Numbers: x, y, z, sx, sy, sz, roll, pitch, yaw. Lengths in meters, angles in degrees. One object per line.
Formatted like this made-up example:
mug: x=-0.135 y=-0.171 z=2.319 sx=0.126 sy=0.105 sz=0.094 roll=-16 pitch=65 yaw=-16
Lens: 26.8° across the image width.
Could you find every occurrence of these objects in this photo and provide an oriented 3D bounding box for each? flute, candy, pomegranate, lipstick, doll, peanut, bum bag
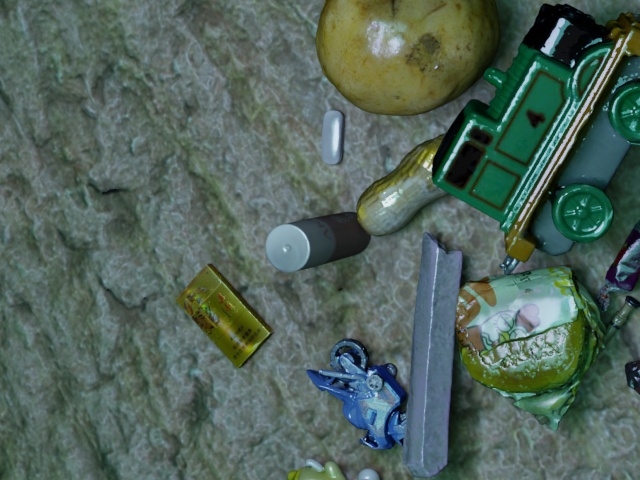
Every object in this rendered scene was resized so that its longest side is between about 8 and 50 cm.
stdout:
flute: x=0.385 y=0.177 z=1.947 sx=0.027 sy=0.027 sz=0.233 roll=39 pitch=107 yaw=14
candy: x=0.442 y=0.027 z=1.901 sx=0.043 sy=0.045 sz=0.175 roll=27 pitch=107 yaw=-3
pomegranate: x=0.124 y=-0.291 z=1.882 sx=0.260 sy=0.260 sz=0.261 roll=2 pitch=96 yaw=21
lipstick: x=0.000 y=0.000 z=1.956 sx=0.070 sy=0.254 sz=0.070 roll=2 pitch=96 yaw=21
doll: x=0.026 y=0.395 z=2.089 sx=0.162 sy=0.062 sz=0.106 roll=3 pitch=100 yaw=21
peanut: x=0.139 y=-0.081 z=1.986 sx=0.206 sy=0.087 sz=0.087 roll=-39 pitch=81 yaw=21
bum bag: x=0.493 y=0.180 z=1.900 sx=0.124 sy=0.034 sz=0.058 roll=-27 pitch=71 yaw=21

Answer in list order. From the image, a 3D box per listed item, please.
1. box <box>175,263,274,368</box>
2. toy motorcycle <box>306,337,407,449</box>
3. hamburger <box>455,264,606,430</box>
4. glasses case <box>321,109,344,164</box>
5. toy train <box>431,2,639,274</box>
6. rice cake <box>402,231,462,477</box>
box: x=-0.155 y=0.121 z=2.154 sx=0.156 sy=0.022 sz=0.089 roll=48 pitch=109 yaw=11
toy motorcycle: x=0.075 y=0.247 z=2.051 sx=0.205 sy=0.076 sz=0.114 roll=48 pitch=112 yaw=8
hamburger: x=0.301 y=0.154 z=1.921 sx=0.214 sy=0.125 sz=0.235 roll=-5 pitch=79 yaw=31
glasses case: x=0.019 y=-0.158 z=2.060 sx=0.032 sy=0.021 sz=0.083 roll=5 pitch=97 yaw=23
toy train: x=0.316 y=-0.156 z=1.833 sx=0.249 sy=0.178 sz=0.429 roll=27 pitch=108 yaw=0
rice cake: x=0.167 y=0.170 z=1.983 sx=0.056 sy=0.072 sz=0.365 roll=6 pitch=87 yaw=-19
